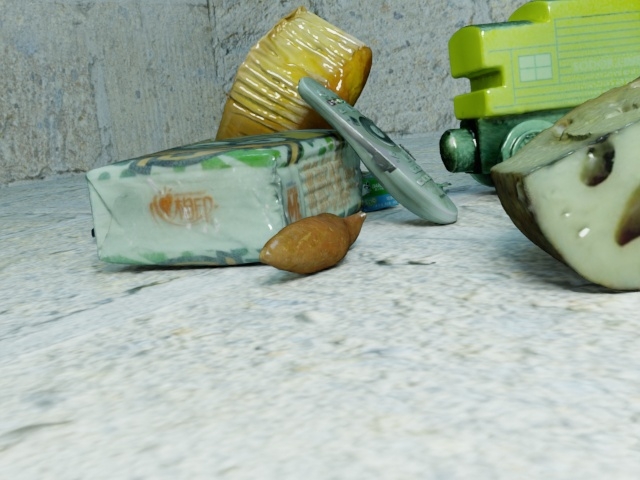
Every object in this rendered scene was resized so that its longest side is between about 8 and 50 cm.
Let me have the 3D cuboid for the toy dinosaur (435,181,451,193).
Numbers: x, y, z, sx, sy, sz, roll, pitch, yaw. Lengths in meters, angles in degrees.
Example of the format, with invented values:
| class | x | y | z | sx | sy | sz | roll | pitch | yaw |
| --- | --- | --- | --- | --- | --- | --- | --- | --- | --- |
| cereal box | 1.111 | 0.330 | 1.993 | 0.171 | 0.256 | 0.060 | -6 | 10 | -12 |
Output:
| class | x | y | z | sx | sy | sz | roll | pitch | yaw |
| --- | --- | --- | --- | --- | --- | --- | --- | --- | --- |
| toy dinosaur | 0.165 | -0.076 | 1.183 | 0.083 | 0.021 | 0.062 | -7 | 2 | -28 |

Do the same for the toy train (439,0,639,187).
| class | x | y | z | sx | sy | sz | roll | pitch | yaw |
| --- | --- | --- | --- | --- | --- | --- | --- | --- | --- |
| toy train | 0.382 | -0.216 | 1.120 | 0.442 | 0.272 | 0.179 | -8 | 7 | -10 |

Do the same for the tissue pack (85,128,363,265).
| class | x | y | z | sx | sy | sz | roll | pitch | yaw |
| --- | --- | --- | --- | --- | --- | --- | --- | --- | --- |
| tissue pack | -0.096 | -0.059 | 0.931 | 0.228 | 0.128 | 0.311 | -3 | 10 | 18 |

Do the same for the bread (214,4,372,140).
| class | x | y | z | sx | sy | sz | roll | pitch | yaw |
| --- | --- | --- | --- | --- | --- | --- | --- | --- | --- |
| bread | -0.035 | -0.187 | 1.134 | 0.204 | 0.156 | 0.288 | -53 | -3 | -41 |

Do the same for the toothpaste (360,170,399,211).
| class | x | y | z | sx | sy | sz | roll | pitch | yaw |
| --- | --- | --- | --- | --- | --- | --- | --- | --- | --- |
| toothpaste | 0.029 | -0.081 | 1.210 | 0.065 | 0.050 | 0.266 | -13 | 11 | -22 |

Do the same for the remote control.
| class | x | y | z | sx | sy | sz | roll | pitch | yaw |
| --- | --- | --- | --- | --- | --- | --- | --- | --- | --- |
| remote control | 0.067 | -0.108 | 0.944 | 0.045 | 0.256 | 0.097 | -47 | -9 | 20 |

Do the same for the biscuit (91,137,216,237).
| class | x | y | z | sx | sy | sz | roll | pitch | yaw |
| --- | --- | --- | --- | --- | --- | --- | --- | --- | --- |
| biscuit | -0.235 | -0.089 | 1.226 | 0.186 | 0.079 | 0.309 | -38 | 4 | 12 |

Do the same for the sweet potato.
| class | x | y | z | sx | sy | sz | roll | pitch | yaw |
| --- | --- | --- | --- | --- | --- | --- | --- | --- | --- |
| sweet potato | -0.001 | 0.002 | 0.758 | 0.055 | 0.058 | 0.202 | -48 | -11 | 20 |

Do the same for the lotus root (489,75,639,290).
| class | x | y | z | sx | sy | sz | roll | pitch | yaw |
| --- | --- | --- | --- | --- | --- | --- | --- | --- | --- |
| lotus root | 0.277 | -0.057 | 0.665 | 0.267 | 0.149 | 0.260 | -24 | 6 | 1 |
